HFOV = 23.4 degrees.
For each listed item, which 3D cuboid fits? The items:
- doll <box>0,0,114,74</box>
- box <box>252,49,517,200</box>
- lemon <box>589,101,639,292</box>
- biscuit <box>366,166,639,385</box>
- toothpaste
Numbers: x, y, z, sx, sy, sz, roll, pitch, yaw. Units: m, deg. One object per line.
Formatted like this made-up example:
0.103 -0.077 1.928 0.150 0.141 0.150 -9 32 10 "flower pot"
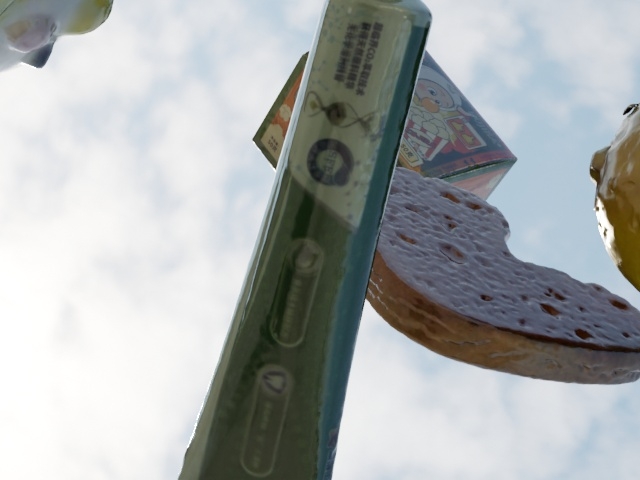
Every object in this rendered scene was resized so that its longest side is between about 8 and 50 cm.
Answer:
-0.061 -0.131 0.477 0.296 0.117 0.141 -45 -163 40 "doll"
0.069 -0.100 1.646 0.195 0.177 0.148 54 -47 21 "box"
0.346 -0.025 1.179 0.236 0.263 0.236 -172 -90 -75 "lemon"
0.128 0.027 1.275 0.277 0.262 0.052 55 -52 49 "biscuit"
0.000 0.000 0.910 0.098 0.061 0.392 17 -76 11 "toothpaste"
